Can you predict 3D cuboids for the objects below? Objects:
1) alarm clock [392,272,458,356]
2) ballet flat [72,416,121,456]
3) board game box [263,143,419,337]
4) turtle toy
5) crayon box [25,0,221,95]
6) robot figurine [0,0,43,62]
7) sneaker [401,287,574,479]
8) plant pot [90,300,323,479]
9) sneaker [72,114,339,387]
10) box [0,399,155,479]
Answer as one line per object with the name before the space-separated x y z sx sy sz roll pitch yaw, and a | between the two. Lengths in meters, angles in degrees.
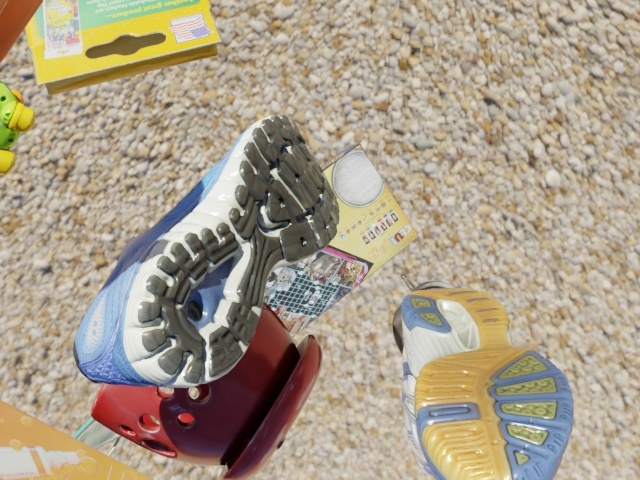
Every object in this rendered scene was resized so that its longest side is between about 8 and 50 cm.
alarm clock | 0.156 0.135 1.111 0.129 0.192 0.064 16 134 -26
ballet flat | -0.352 0.314 1.239 0.213 0.072 0.068 -40 97 6
board game box | 0.000 0.000 1.237 0.243 0.042 0.165 -37 104 -15
turtle toy | -0.326 -0.105 0.820 0.095 0.066 0.130 23 117 -24
crayon box | -0.247 -0.297 1.031 0.203 0.323 0.083 -15 150 -9
robot figurine | -0.244 -0.173 0.455 0.128 0.158 0.219 -22 153 19
sneaker | 0.121 0.142 0.679 0.111 0.296 0.131 1 107 2
plant pot | -0.107 0.137 0.873 0.174 0.191 0.191 34 117 -2
sneaker | -0.098 0.002 0.745 0.147 0.330 0.130 -17 111 35
box | -0.373 0.298 0.917 0.345 0.215 0.168 32 112 -16
